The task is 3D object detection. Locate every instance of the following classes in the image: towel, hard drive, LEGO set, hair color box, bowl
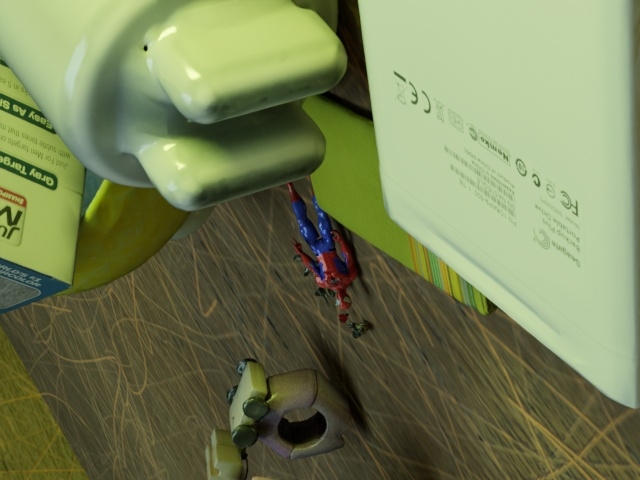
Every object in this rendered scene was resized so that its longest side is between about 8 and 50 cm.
[{"bbox_3d":[0.048,-0.035,1.086,0.237,0.021,0.102,34,141,57],"label":"towel"},{"bbox_3d":[0.089,-0.114,0.796,0.233,0.047,0.353,42,150,46],"label":"hard drive"},{"bbox_3d":[0.013,0.039,1.282,0.083,0.023,0.054,54,166,-16],"label":"LEGO set"},{"bbox_3d":[-0.261,-0.138,1.202,0.105,0.174,0.347,-21,57,41],"label":"hair color box"},{"bbox_3d":[-0.166,-0.078,1.330,0.156,0.289,0.289,22,-171,-37],"label":"bowl"}]

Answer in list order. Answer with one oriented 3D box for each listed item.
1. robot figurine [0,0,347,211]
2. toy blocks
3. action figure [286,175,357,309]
[{"bbox_3d":[-0.126,-0.174,1.066,0.353,0.200,0.300,51,141,32],"label":"robot figurine"},{"bbox_3d":[0.030,0.312,1.362,0.309,0.260,0.288,-103,29,-57],"label":"toy blocks"},{"bbox_3d":[0.000,0.000,1.228,0.030,0.038,0.115,-71,-39,-70],"label":"action figure"}]
